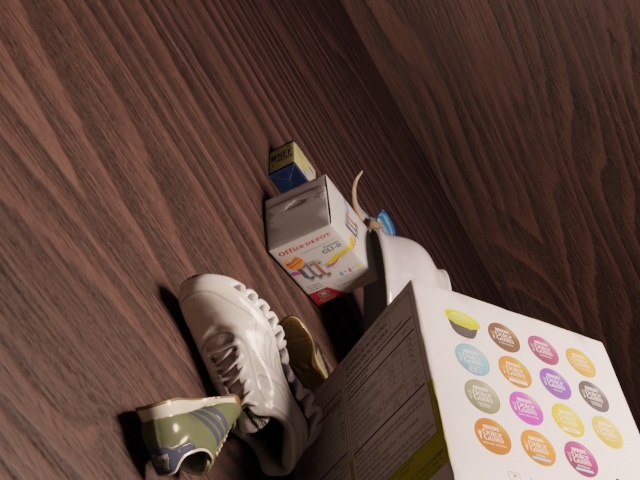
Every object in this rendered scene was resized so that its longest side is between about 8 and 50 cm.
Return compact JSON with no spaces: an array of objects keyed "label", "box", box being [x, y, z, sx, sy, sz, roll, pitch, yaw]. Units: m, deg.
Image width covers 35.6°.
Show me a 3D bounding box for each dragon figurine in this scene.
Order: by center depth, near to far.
[{"label":"dragon figurine","box":[0.115,-0.011,2.173,0.144,0.085,0.289,-48,117,-74]}]

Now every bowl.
[{"label":"bowl","box":[0.161,0.122,1.815,0.298,0.134,0.298,179,-90,-85]}]

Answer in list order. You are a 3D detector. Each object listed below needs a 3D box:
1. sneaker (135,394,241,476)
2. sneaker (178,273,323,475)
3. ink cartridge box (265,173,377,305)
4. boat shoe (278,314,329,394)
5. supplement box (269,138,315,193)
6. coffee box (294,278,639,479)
[{"label":"sneaker","box":[-0.143,0.225,1.133,0.192,0.064,0.086,18,57,-67]},{"label":"sneaker","box":[-0.094,0.174,1.285,0.292,0.110,0.118,60,27,-16]},{"label":"ink cartridge box","box":[0.000,0.000,1.746,0.176,0.128,0.127,50,24,-41]},{"label":"boat shoe","box":[-0.026,0.179,1.561,0.049,0.056,0.152,-86,157,-67]},{"label":"supplement box","box":[-0.052,-0.129,1.892,0.083,0.056,0.083,53,21,-34]},{"label":"coffee box","box":[0.192,0.313,1.325,0.338,0.338,0.334,19,38,-23]}]
